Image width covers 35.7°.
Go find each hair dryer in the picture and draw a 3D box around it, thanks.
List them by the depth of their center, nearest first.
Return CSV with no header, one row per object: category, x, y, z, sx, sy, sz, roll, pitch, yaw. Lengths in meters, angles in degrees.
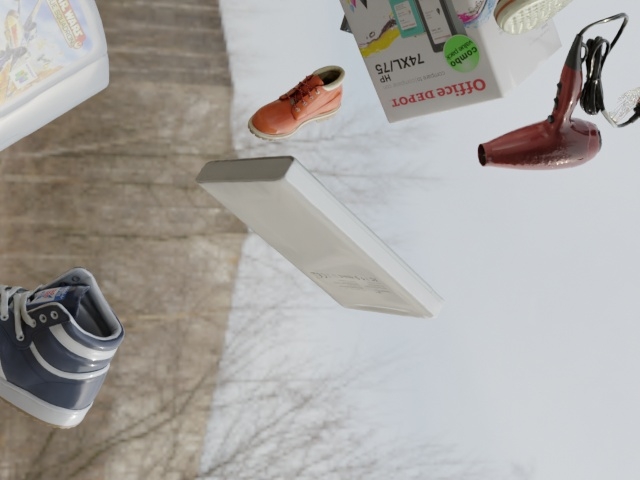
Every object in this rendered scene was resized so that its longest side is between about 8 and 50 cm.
hair dryer,0.360,-0.200,1.485,0.293,0.223,0.080,-39,-143,16

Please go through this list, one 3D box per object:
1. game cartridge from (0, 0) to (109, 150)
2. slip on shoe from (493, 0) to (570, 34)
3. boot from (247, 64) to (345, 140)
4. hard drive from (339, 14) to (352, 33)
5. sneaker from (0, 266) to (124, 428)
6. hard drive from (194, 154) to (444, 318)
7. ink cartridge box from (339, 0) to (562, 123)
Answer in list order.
game cartridge,-0.333,-0.222,1.043,0.062,0.198,0.297,54,-11,27
slip on shoe,0.289,-0.340,1.204,0.101,0.331,0.123,51,-42,-4
boot,-0.032,-0.196,1.387,0.059,0.158,0.085,51,-31,18
hard drive,0.115,-0.441,1.964,0.022,0.135,0.094,44,-61,64
sneaker,-0.342,0.073,1.039,0.153,0.282,0.099,-53,-165,25
hard drive,0.000,0.000,1.312,0.203,0.307,0.040,3,-123,52
ink cartridge box,0.167,-0.332,1.357,0.198,0.197,0.270,-8,-66,42
